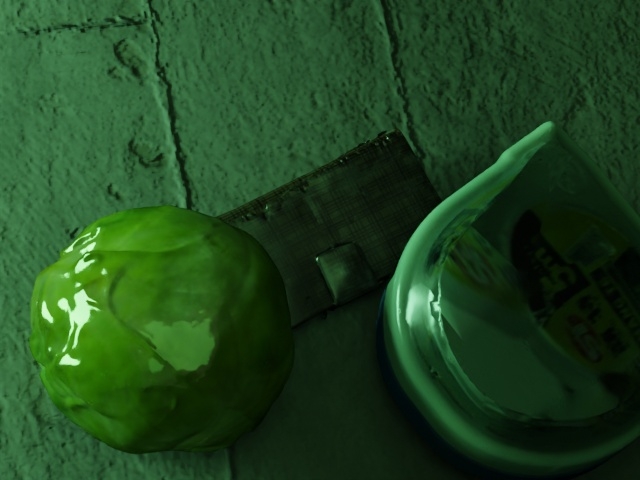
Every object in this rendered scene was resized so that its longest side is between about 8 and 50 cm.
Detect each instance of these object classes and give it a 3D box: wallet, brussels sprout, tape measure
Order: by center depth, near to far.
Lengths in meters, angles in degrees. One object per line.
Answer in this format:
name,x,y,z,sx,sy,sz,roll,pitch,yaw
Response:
brussels sprout,-0.128,0.072,1.597,0.223,0.161,0.223,0,87,5
tape measure,0.178,0.067,1.640,0.262,0.138,0.259,-34,78,-24
wallet,0.000,0.000,1.717,0.230,0.042,0.124,-27,82,-20

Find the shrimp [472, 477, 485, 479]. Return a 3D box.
shrimp,0.144,0.245,1.640,0.059,0.023,0.108,14,65,-10
